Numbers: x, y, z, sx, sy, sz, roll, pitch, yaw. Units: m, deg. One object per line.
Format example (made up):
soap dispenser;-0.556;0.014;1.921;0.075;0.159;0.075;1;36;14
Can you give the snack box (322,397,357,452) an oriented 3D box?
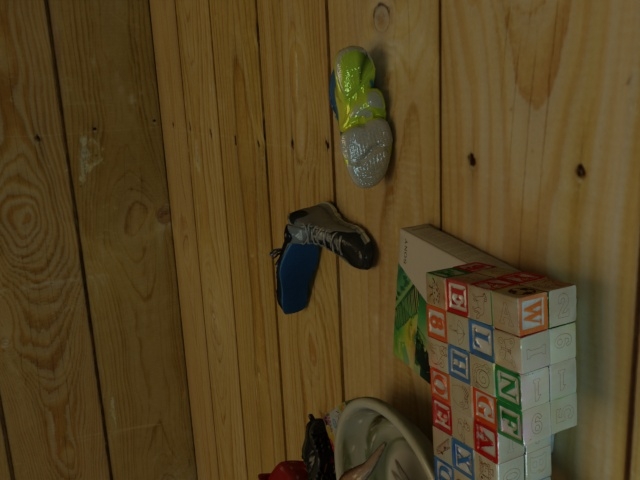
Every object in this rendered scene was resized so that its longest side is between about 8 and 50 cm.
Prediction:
snack box;0.056;0.407;1.432;0.141;0.037;0.100;-54;51;56

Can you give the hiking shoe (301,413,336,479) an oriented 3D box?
hiking shoe;0.004;0.521;1.550;0.114;0.086;0.227;174;95;-74

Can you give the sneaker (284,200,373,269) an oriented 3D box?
sneaker;0.000;0.000;1.299;0.228;0.132;0.086;43;136;53

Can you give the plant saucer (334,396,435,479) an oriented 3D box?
plant saucer;0.156;0.465;1.168;0.400;0.100;0.400;32;126;59

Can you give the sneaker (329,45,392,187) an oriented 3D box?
sneaker;0.067;-0.215;1.169;0.126;0.091;0.240;-131;35;-78

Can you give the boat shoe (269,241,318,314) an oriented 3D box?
boat shoe;-0.073;0.060;1.510;0.089;0.109;0.258;-117;32;-40

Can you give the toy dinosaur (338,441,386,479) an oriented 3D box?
toy dinosaur;0.062;0.487;1.126;0.200;0.127;0.296;166;100;-72

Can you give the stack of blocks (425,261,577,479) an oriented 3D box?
stack of blocks;0.220;0.189;0.824;0.171;0.087;0.297;16;112;62

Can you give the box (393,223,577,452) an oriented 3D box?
box;0.218;0.132;0.973;0.322;0.058;0.232;35;129;58

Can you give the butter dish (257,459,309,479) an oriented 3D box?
butter dish;-0.045;0.583;1.613;0.160;0.160;0.118;42;111;54
